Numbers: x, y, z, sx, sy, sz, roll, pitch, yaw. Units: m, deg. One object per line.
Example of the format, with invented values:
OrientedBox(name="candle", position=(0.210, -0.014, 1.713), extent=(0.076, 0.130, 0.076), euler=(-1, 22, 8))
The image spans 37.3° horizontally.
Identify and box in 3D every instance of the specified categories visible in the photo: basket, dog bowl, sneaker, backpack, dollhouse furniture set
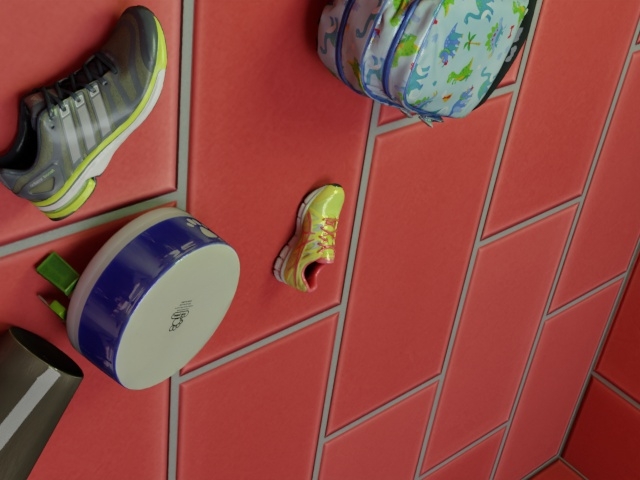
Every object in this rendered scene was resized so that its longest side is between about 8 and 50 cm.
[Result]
OrientedBox(name="basket", position=(-0.455, 0.250, 1.348), extent=(0.227, 0.154, 0.204), euler=(-55, 142, -2))
OrientedBox(name="dog bowl", position=(-0.245, 0.088, 1.420), extent=(0.265, 0.104, 0.265), euler=(-44, 154, -27))
OrientedBox(name="sneaker", position=(-0.301, -0.167, 1.190), extent=(0.121, 0.111, 0.300), euler=(26, 98, -50))
OrientedBox(name="backpack", position=(0.161, -0.322, 1.467), extent=(0.355, 0.273, 0.290), euler=(10, 120, -37))
OrientedBox(name="dollhouse furniture set", position=(-0.369, 0.077, 1.395), extent=(0.076, 0.058, 0.152), euler=(-48, 164, -17))
OrientedBox(name="sneaker", position=(0.000, 0.000, 1.669), extent=(0.081, 0.094, 0.209), euler=(4, 116, -47))
